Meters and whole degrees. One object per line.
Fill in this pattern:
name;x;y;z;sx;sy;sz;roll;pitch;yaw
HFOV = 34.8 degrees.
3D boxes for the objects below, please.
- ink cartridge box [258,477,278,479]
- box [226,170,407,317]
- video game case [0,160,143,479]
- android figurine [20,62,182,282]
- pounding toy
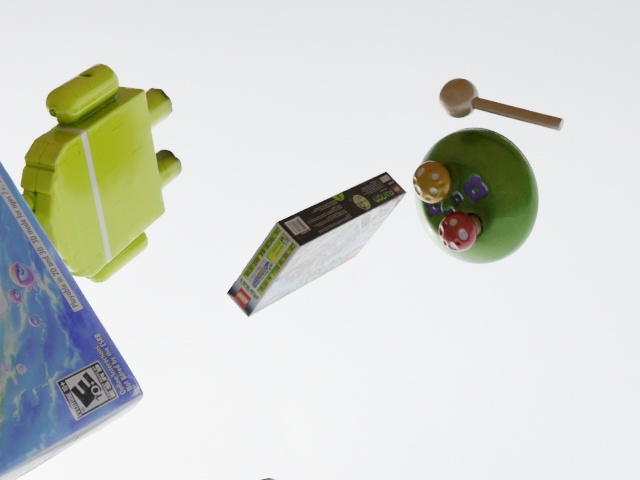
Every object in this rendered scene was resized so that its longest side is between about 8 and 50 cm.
ink cartridge box;0.005;0.280;0.684;0.087;0.153;0.208;-41;-134;23
box;0.000;0.000;1.073;0.036;0.114;0.207;46;-143;13
video game case;-0.254;0.024;0.524;0.061;0.269;0.244;-37;174;37
android figurine;-0.254;-0.067;1.162;0.056;0.248;0.273;11;-144;24
pounding toy;0.184;-0.074;1.312;0.183;0.237;0.110;30;-151;31
